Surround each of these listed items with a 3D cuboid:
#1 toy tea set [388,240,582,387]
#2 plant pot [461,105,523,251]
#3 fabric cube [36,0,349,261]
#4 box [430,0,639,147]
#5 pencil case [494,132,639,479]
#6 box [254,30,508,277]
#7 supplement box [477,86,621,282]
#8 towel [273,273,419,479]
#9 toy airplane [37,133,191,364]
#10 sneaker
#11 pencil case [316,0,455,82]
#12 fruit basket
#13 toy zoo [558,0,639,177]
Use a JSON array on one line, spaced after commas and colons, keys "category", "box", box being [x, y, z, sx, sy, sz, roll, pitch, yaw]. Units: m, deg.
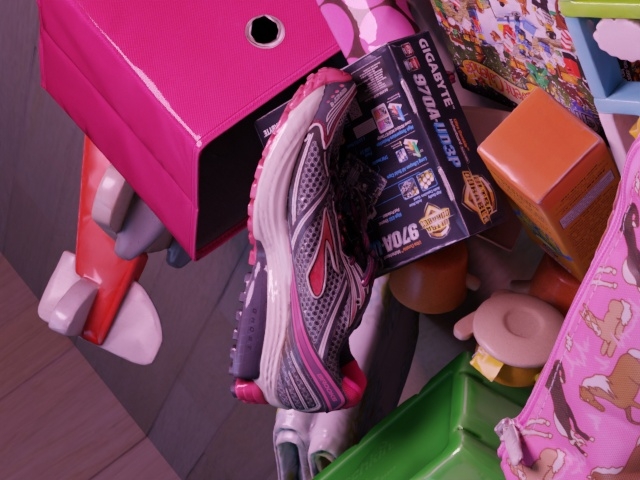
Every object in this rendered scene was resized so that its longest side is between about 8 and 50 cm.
[{"category": "toy tea set", "box": [0.132, 0.027, 1.850, 0.336, 0.200, 0.124, 42, 143, 29]}, {"category": "plant pot", "box": [0.129, -0.065, 1.760, 0.096, 0.109, 0.109, 23, 180, 30]}, {"category": "fabric cube", "box": [-0.102, -0.188, 1.944, 0.258, 0.254, 0.259, 49, 160, 16]}, {"category": "box", "box": [0.182, -0.170, 1.644, 0.233, 0.044, 0.159, 28, 148, 50]}, {"category": "pencil case", "box": [0.257, 0.069, 1.461, 0.160, 0.167, 0.386, 53, 140, 34]}, {"category": "box", "box": [0.047, -0.061, 1.716, 0.220, 0.051, 0.175, -27, 85, 53]}, {"category": "supplement box", "box": [0.204, -0.040, 1.664, 0.078, 0.080, 0.233, 43, 180, 26]}, {"category": "towel", "box": [0.036, 0.130, 2.066, 0.090, 0.374, 0.320, 12, 147, 7]}, {"category": "toy airplane", "box": [-0.180, -0.047, 2.263, 0.272, 0.386, 0.384, 3, 132, 5]}, {"category": "sneaker", "box": [0.000, 0.000, 1.684, 0.112, 0.121, 0.299, 10, 109, 10]}, {"category": "pencil case", "box": [0.044, -0.214, 1.771, 0.095, 0.098, 0.209, -26, 86, 44]}, {"category": "fruit basket", "box": [0.155, 0.342, 1.797, 0.392, 0.392, 0.283, 62, -163, -22]}, {"category": "toy zoo", "box": [0.285, -0.106, 1.476, 0.192, 0.030, 0.293, 8, 133, 44]}]
